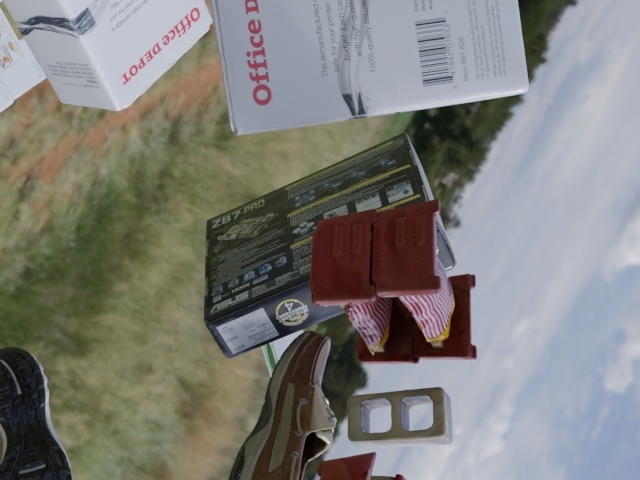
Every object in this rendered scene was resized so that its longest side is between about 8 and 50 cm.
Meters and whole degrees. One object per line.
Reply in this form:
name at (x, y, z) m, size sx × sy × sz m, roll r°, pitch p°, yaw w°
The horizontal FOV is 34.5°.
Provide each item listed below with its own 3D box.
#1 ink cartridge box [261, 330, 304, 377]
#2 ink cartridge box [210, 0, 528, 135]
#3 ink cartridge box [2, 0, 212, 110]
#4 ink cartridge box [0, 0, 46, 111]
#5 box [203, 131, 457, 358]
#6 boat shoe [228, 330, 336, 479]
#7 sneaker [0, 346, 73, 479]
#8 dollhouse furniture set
ink cartridge box at (-0.084, 0.224, 2.007) m, size 0.056 × 0.171 × 0.235 m, roll -17°, pitch 180°, yaw 20°
ink cartridge box at (0.051, -0.308, 1.381) m, size 0.166 × 0.394 × 0.286 m, roll -144°, pitch -134°, yaw -82°
ink cartridge box at (-0.229, -0.275, 1.030) m, size 0.172 × 0.100 × 0.237 m, roll -52°, pitch 136°, yaw -33°
ink cartridge box at (-0.640, -0.364, 1.880) m, size 0.239 × 0.060 × 0.275 m, roll -44°, pitch 134°, yaw -25°
box at (0.000, 0.000, 1.689) m, size 0.394 × 0.097 × 0.318 m, roll -24°, pitch -147°, yaw 8°
boat shoe at (-0.035, 0.290, 1.577) m, size 0.123 × 0.119 × 0.324 m, roll 87°, pitch 22°, yaw -51°
sneaker at (-0.384, 0.280, 1.354) m, size 0.108 × 0.100 × 0.272 m, roll 113°, pitch -35°, yaw -62°
dollhouse furniture set at (0.087, 0.170, 1.166) m, size 0.201 × 0.152 × 0.374 m, roll 53°, pitch 35°, yaw -56°
